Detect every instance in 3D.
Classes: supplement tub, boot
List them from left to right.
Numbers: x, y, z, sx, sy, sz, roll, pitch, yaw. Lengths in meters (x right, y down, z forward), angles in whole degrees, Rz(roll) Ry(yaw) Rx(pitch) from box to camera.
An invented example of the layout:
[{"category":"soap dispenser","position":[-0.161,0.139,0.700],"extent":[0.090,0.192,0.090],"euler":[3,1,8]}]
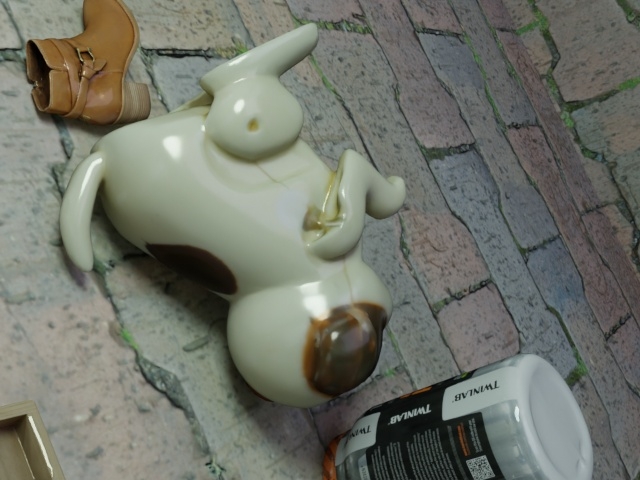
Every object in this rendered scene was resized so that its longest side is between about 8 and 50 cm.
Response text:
[{"category":"boot","position":[-0.296,-0.235,1.100],"extent":[0.152,0.073,0.197],"euler":[-3,67,-51]},{"category":"supplement tub","position":[0.169,0.280,1.155],"extent":[0.194,0.316,0.193],"euler":[35,41,-38]}]

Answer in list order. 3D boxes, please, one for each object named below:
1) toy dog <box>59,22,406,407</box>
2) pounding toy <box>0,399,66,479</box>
[{"category":"toy dog","position":[-0.062,0.004,1.072],"extent":[0.395,0.285,0.407],"euler":[-38,100,-44]},{"category":"pounding toy","position":[-0.328,0.190,0.741],"extent":[0.181,0.094,0.206],"euler":[-7,64,-51]}]
